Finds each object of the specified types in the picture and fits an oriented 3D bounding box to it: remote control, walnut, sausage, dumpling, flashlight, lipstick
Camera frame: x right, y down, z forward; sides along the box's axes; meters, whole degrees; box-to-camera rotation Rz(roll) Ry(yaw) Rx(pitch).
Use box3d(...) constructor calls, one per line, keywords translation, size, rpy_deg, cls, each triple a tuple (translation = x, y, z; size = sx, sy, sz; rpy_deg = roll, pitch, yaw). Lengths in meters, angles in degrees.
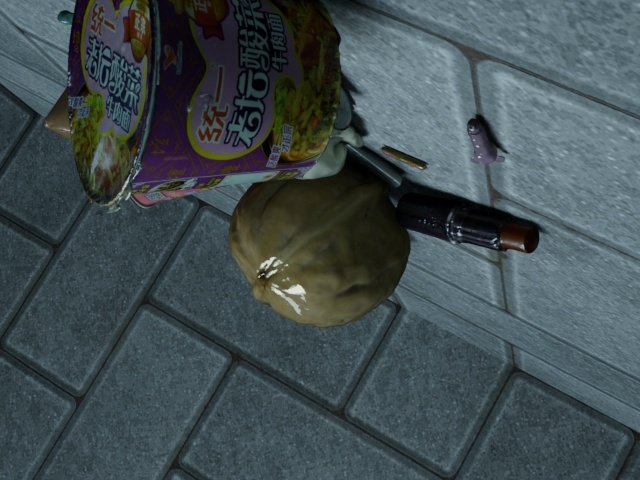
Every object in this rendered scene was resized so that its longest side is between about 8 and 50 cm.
box3d(translation=(0.080, -0.164, 1.687), size=(0.184, 0.027, 0.050), rpy_deg=(36, 168, -4), cls="remote control")
box3d(translation=(0.000, 0.000, 1.791), size=(0.381, 0.381, 0.381), rpy_deg=(30, 172, 5), cls="walnut")
box3d(translation=(0.148, -0.146, 1.573), size=(0.100, 0.015, 0.015), rpy_deg=(27, 171, 25), cls="sausage")
box3d(translation=(-0.011, -0.171, 1.558), size=(0.250, 0.162, 0.132), rpy_deg=(32, -140, -76), cls="dumpling")
box3d(translation=(-0.496, -0.326, 1.955), size=(0.123, 0.253, 0.123), rpy_deg=(28, 167, 7), cls="sausage")
box3d(translation=(0.230, -0.142, 1.260), size=(0.052, 0.031, 0.110), rpy_deg=(0, 155, 23), cls="flashlight")
box3d(translation=(0.268, -0.030, 1.636), size=(0.300, 0.081, 0.081), rpy_deg=(18, 166, 45), cls="lipstick")

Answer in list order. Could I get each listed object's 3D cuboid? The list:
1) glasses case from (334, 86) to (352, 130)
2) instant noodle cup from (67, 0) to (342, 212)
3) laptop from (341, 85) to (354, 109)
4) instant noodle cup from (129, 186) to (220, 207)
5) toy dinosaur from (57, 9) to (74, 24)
box3d(translation=(-0.081, -0.252, 1.460), size=(0.299, 0.060, 0.114), rpy_deg=(23, 165, 41), cls="glasses case")
box3d(translation=(-0.149, -0.200, 1.114), size=(0.266, 0.339, 0.340), rpy_deg=(1, -171, -32), cls="instant noodle cup")
box3d(translation=(-0.078, -0.300, 1.442), size=(0.269, 0.015, 0.187), rpy_deg=(27, 171, 24), cls="laptop")
box3d(translation=(-0.250, -0.188, 1.754), size=(0.255, 0.244, 0.244), rpy_deg=(-5, 162, 13), cls="instant noodle cup")
box3d(translation=(-0.293, -0.383, 1.484), size=(0.383, 0.129, 0.331), rpy_deg=(31, 163, -15), cls="toy dinosaur")
